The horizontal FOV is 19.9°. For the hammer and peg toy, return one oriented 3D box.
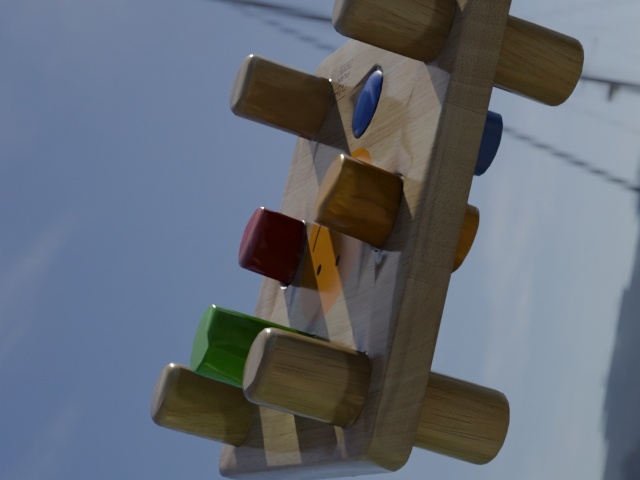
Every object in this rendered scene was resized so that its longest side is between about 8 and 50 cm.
[{"bbox_3d":[0.000,0.000,0.994,0.361,0.127,0.266,156,129,-70],"label":"hammer and peg toy"}]
